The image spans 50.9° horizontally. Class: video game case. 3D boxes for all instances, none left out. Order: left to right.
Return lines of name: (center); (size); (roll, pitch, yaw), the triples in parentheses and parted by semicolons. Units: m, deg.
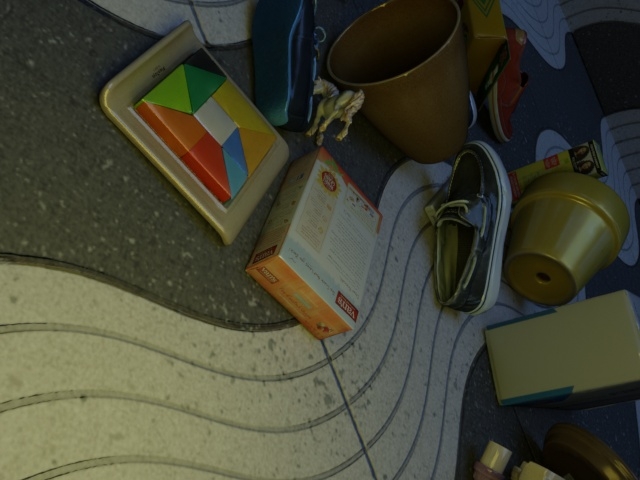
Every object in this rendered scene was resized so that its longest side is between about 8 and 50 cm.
video game case: (0.296, -0.025, 1.390); (0.193, 0.023, 0.212); (61, 35, -10)

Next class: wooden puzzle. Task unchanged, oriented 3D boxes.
wooden puzzle: (-0.139, -0.144, 0.853); (0.238, 0.044, 0.221); (52, 37, -22)

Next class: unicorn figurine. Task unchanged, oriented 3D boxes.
unicorn figurine: (0.015, -0.208, 1.053); (0.060, 0.162, 0.111); (36, 73, -44)

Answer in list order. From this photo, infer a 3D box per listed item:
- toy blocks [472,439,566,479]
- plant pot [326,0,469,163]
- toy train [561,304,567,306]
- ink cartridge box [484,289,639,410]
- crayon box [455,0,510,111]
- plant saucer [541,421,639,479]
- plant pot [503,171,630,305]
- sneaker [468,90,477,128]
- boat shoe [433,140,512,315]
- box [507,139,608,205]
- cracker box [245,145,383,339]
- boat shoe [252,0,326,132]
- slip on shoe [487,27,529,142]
toy blocks: (0.358, 0.512, 1.059); (0.289, 0.309, 0.260); (33, 80, -24)
plant pot: (0.172, -0.266, 1.203); (0.254, 0.237, 0.237); (53, 35, -42)
toy train: (0.621, 0.162, 1.728); (0.024, 0.017, 0.083); (-19, 87, -45)
ink cartridge box: (0.560, 0.241, 1.369); (0.395, 0.286, 0.166); (19, 57, -48)
crayon box: (0.344, -0.485, 1.550); (0.081, 0.202, 0.318); (0, 65, -8)
plant saucer: (0.506, 0.470, 1.240); (0.041, 0.278, 0.277); (-25, 94, -16)
plant pot: (0.536, 0.012, 1.518); (0.254, 0.254, 0.239); (54, 53, -20)
sneaker: (0.211, -0.327, 1.369); (0.282, 0.099, 0.153); (54, 32, -8)
boat shoe: (0.273, -0.032, 1.241); (0.119, 0.121, 0.334); (12, 74, -40)
box: (0.574, -0.161, 1.651); (0.058, 0.232, 0.087); (13, 63, -50)
cracker box: (0.000, 0.000, 0.941); (0.155, 0.067, 0.232); (47, 39, -26)
boat shoe: (-0.051, -0.283, 1.018); (0.089, 0.109, 0.258); (25, 69, -53)
slip on shoe: (0.464, -0.377, 1.663); (0.331, 0.102, 0.123); (74, 18, -45)
